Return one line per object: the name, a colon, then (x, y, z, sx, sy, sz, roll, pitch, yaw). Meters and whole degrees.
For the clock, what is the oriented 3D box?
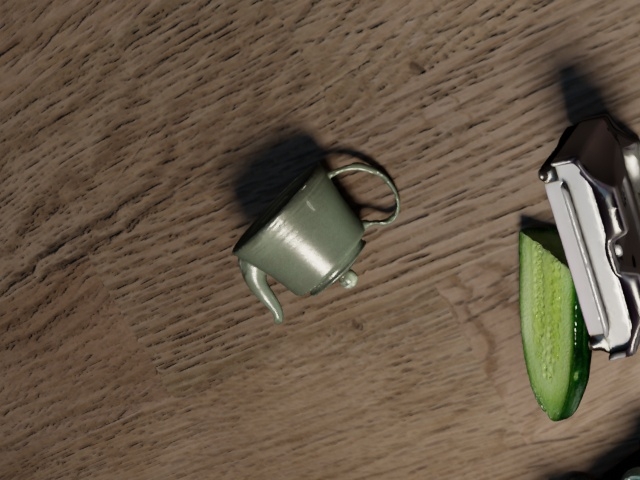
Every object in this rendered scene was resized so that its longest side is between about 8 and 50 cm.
clock: (0.333, -0.007, 1.627, 0.083, 0.186, 0.253, -11, 107, 26)

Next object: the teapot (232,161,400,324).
teapot: (0.000, 0.000, 1.842, 0.239, 0.162, 0.149, -44, 97, 6)

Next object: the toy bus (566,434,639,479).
toy bus: (0.396, 0.374, 1.782, 0.194, 0.162, 0.323, 45, 123, 0)

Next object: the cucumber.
cucumber: (0.300, 0.109, 1.767, 0.115, 0.063, 0.244, 37, 136, 52)
